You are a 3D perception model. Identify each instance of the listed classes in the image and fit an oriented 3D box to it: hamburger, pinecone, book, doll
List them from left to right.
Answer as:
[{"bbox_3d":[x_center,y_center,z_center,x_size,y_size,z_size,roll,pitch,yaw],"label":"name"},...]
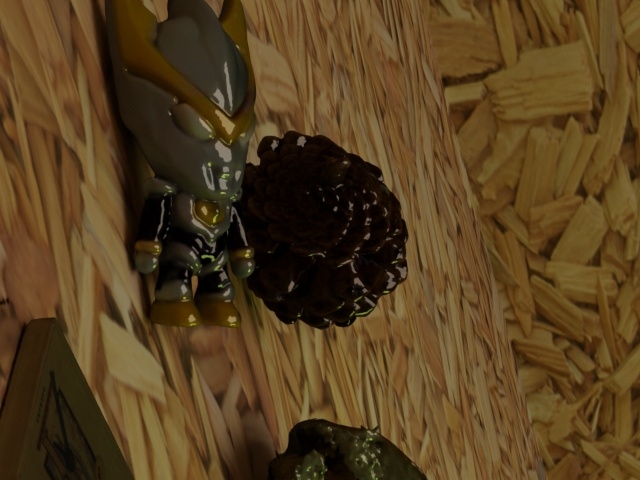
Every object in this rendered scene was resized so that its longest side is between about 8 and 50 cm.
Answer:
[{"bbox_3d":[-0.171,0.190,1.406,0.161,0.026,0.231,-84,160,-48],"label":"book"},{"bbox_3d":[-0.115,-0.083,1.681,0.103,0.145,0.316,166,-77,-66],"label":"doll"},{"bbox_3d":[0.002,0.000,1.940,0.212,0.168,0.186,63,20,-52],"label":"pinecone"},{"bbox_3d":[0.047,0.297,1.885,0.309,0.132,0.211,64,-10,-10],"label":"hamburger"}]
